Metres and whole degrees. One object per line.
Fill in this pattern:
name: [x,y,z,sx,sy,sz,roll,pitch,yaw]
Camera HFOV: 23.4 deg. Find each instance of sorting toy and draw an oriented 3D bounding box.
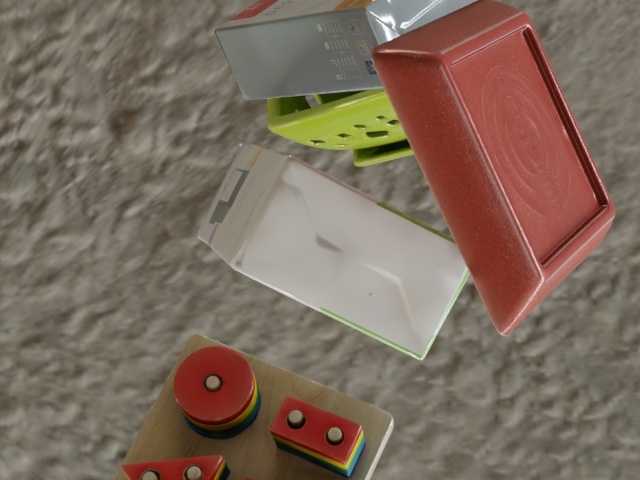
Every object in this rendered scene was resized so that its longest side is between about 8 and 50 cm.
sorting toy: [-0.089,0.246,1.674,0.255,0.089,0.257,21,69,15]

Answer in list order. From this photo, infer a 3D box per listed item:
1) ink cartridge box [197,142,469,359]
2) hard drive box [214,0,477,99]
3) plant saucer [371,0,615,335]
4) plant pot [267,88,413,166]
ink cartridge box: [0.000,0.000,1.546,0.207,0.353,0.119,27,91,-12]
hard drive box: [0.035,-0.231,1.625,0.181,0.232,0.089,-40,116,-36]
plant saucer: [0.167,-0.080,1.337,0.259,0.048,0.258,-33,100,-58]
plant pot: [0.085,-0.229,2.016,0.207,0.228,0.227,28,58,-45]
